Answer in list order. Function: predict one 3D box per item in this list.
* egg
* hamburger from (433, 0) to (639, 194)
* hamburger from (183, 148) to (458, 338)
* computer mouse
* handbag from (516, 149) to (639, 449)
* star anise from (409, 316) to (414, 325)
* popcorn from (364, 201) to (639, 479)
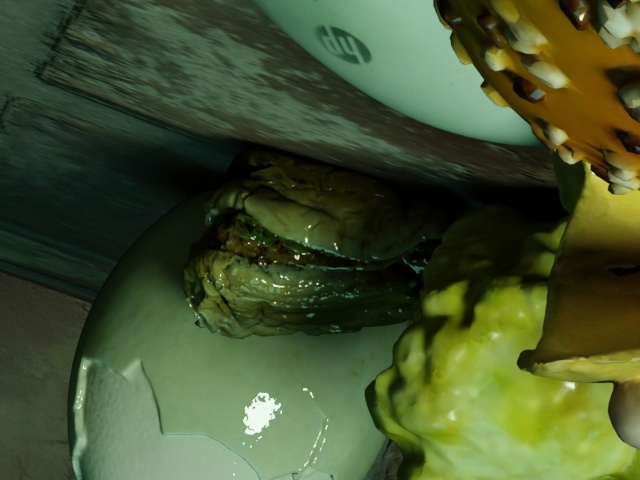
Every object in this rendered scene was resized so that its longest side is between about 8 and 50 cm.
[{"bbox_3d":[-0.075,0.128,1.550,0.278,0.336,0.278,19,164,5],"label":"egg"},{"bbox_3d":[0.157,-0.080,0.415,0.300,0.176,0.300,16,170,3],"label":"hamburger"},{"bbox_3d":[0.000,0.000,1.356,0.206,0.130,0.183,0,167,-7],"label":"hamburger"},{"bbox_3d":[0.074,-0.088,0.756,0.159,0.097,0.288,5,163,46],"label":"computer mouse"},{"bbox_3d":[0.297,0.030,0.774,0.401,0.133,0.283,2,177,13],"label":"handbag"},{"bbox_3d":[0.204,0.108,1.627,0.288,0.088,0.288,17,-177,-1],"label":"star anise"},{"bbox_3d":[0.169,0.076,1.199,0.242,0.235,0.250,22,-150,1],"label":"popcorn"}]
